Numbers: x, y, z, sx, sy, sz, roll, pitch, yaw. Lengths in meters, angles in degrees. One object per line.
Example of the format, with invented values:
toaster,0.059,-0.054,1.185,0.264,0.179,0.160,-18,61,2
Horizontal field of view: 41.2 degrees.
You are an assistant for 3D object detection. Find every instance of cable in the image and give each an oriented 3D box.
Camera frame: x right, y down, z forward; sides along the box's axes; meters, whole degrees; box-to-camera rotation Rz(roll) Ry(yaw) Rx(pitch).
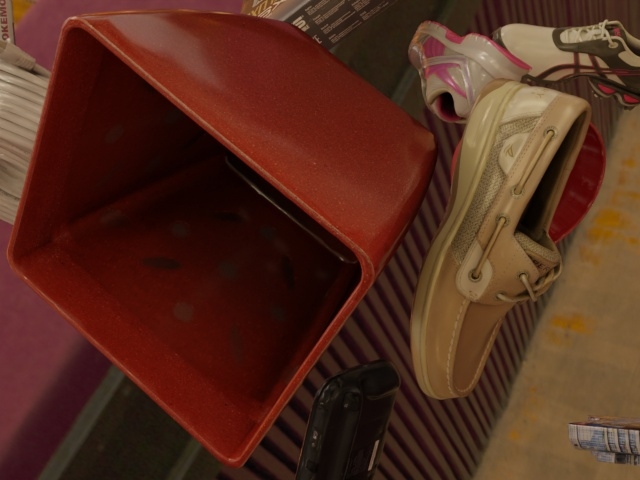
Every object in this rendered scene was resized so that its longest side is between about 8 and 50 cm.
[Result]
cable,-0.307,-0.088,0.894,0.257,0.257,0.089,-20,44,54

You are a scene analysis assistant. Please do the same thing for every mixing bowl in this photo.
mixing bowl,0.216,-0.079,0.962,0.181,0.181,0.098,-34,38,-2

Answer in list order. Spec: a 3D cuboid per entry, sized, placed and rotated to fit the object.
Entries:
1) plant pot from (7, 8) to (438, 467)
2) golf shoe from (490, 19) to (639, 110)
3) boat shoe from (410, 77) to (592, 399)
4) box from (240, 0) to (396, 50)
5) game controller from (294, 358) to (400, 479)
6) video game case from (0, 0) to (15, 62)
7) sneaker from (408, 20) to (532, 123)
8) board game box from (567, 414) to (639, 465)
plant pot,-0.056,-0.031,0.701,0.267,0.267,0.235,40,42,10
golf shoe,0.396,-0.295,1.299,0.272,0.120,0.105,12,55,-11
boat shoe,0.162,0.012,0.764,0.098,0.109,0.302,21,103,33
box,0.015,-0.357,1.192,0.307,0.076,0.242,-31,30,25
game controller,0.031,0.325,1.258,0.067,0.166,0.319,26,115,31
video game case,-0.395,-0.262,1.050,0.023,0.184,0.201,-6,19,-22
sneaker,0.175,-0.221,1.155,0.111,0.103,0.252,-60,22,8
board game box,0.459,0.296,1.257,0.194,0.194,0.060,-8,80,47
